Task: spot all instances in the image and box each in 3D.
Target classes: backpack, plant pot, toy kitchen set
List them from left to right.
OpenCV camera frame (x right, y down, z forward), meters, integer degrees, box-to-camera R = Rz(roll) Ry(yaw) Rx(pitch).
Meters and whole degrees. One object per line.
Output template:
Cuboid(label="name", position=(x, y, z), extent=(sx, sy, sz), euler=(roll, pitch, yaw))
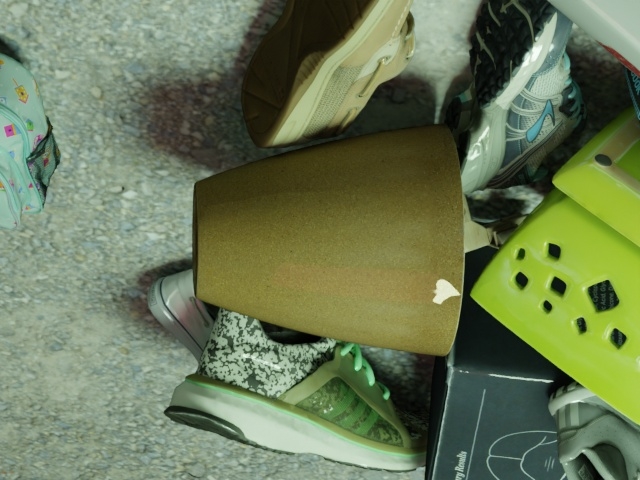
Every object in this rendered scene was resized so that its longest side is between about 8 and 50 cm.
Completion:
Cuboid(label="backpack", position=(-0.365, -0.107, 1.833), extent=(0.166, 0.144, 0.188), euler=(9, 136, 7))
Cuboid(label="plant pot", position=(0.000, 0.000, 1.788), extent=(0.254, 0.237, 0.237), euler=(0, 139, -8))
Cuboid(label="toy kitchen set", position=(0.182, -0.031, 1.889), extent=(0.083, 0.068, 0.075), euler=(-18, 102, -12))
Cuboid(label="plant pot", position=(0.319, 0.004, 1.750), extent=(0.228, 0.227, 0.207), euler=(36, 132, 14))

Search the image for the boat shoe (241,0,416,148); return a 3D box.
Cuboid(label="boat shoe", position=(0.032, -0.206, 1.687), extent=(0.110, 0.121, 0.341), euler=(-2, 154, -27))

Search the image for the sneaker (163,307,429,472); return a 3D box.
Cuboid(label="sneaker", position=(0.014, 0.162, 2.072), extent=(0.410, 0.182, 0.158), euler=(16, 178, -44))

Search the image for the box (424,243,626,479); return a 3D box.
Cuboid(label="box", position=(0.326, 0.171, 1.986), extent=(0.396, 0.212, 0.293), euler=(6, 139, 1))

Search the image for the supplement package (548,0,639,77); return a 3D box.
Cuboid(label="supplement package", position=(0.338, -0.202, 1.501), extent=(0.293, 0.177, 0.175), euler=(38, 95, -13))

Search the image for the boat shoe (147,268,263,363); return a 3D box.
Cuboid(label="boat shoe", position=(-0.105, 0.118, 2.089), extent=(0.076, 0.083, 0.226), euler=(-25, 128, 33))

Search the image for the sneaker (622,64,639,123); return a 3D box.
Cuboid(label="sneaker", position=(0.438, -0.108, 1.706), extent=(0.341, 0.139, 0.125), euler=(17, 136, -13))

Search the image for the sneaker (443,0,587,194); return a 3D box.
Cuboid(label="sneaker", position=(0.207, -0.154, 1.738), extent=(0.122, 0.110, 0.283), euler=(1, 146, -15))

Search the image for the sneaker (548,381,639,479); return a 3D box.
Cuboid(label="sneaker", position=(0.322, 0.248, 1.814), extent=(0.229, 0.132, 0.086), euler=(29, 134, -22))
